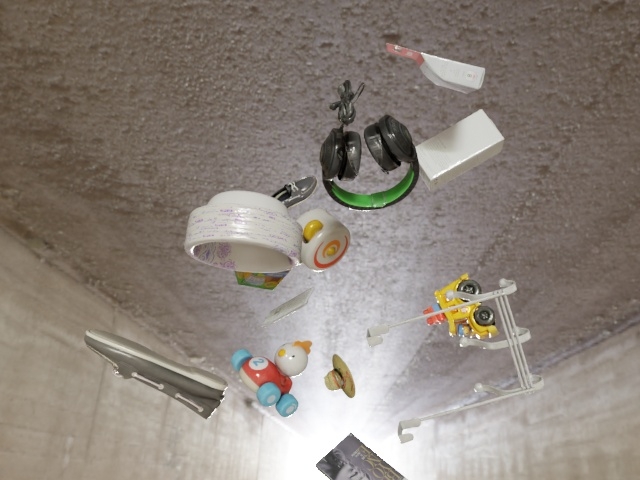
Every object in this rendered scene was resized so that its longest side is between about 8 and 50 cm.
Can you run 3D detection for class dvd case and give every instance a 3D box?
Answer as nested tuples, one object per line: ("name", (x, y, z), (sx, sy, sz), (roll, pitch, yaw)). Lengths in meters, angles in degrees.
("dvd case", (0.117, 0.646, 1.595), (0.221, 0.164, 0.018), (33, 128, 28))

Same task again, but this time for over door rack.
("over door rack", (0.269, 0.236, 1.184), (0.324, 0.239, 0.108), (-20, -172, -3))

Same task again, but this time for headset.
("headset", (0.107, -0.203, 1.382), (0.243, 0.185, 0.394), (-12, 137, 10))

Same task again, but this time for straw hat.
("straw hat", (0.044, 0.407, 1.680), (0.061, 0.144, 0.144), (-26, 148, 16))

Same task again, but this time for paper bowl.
("paper bowl", (-0.183, -0.024, 1.424), (0.284, 0.148, 0.284), (6, 162, 2))

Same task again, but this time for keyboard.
("keyboard", (-0.103, 0.208, 1.784), (0.014, 0.072, 0.256), (38, 139, -17))

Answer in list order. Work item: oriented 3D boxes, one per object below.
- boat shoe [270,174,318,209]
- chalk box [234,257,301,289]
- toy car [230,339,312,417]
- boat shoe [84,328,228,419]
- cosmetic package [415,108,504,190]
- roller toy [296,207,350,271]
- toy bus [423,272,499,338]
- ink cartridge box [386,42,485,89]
("boat shoe", (-0.095, -0.159, 1.927), (0.206, 0.075, 0.065), (-35, 152, -11))
("chalk box", (-0.180, 0.060, 1.739), (0.132, 0.132, 0.213), (11, 134, -36))
("toy car", (-0.128, 0.404, 1.889), (0.219, 0.238, 0.210), (38, 174, 44))
("boat shoe", (-0.369, 0.297, 1.267), (0.335, 0.095, 0.112), (26, 174, -14))
("cosmetic package", (0.377, -0.250, 1.604), (0.231, 0.117, 0.085), (-28, 158, 1))
("roller toy", (0.000, 0.000, 1.951), (0.191, 0.146, 0.209), (-16, 134, -36))
("toy bus", (0.464, 0.250, 1.933), (0.211, 0.220, 0.149), (-27, 156, 6))
("ink cartridge box", (0.267, -0.414, 1.399), (0.232, 0.066, 0.189), (12, -167, 4))
